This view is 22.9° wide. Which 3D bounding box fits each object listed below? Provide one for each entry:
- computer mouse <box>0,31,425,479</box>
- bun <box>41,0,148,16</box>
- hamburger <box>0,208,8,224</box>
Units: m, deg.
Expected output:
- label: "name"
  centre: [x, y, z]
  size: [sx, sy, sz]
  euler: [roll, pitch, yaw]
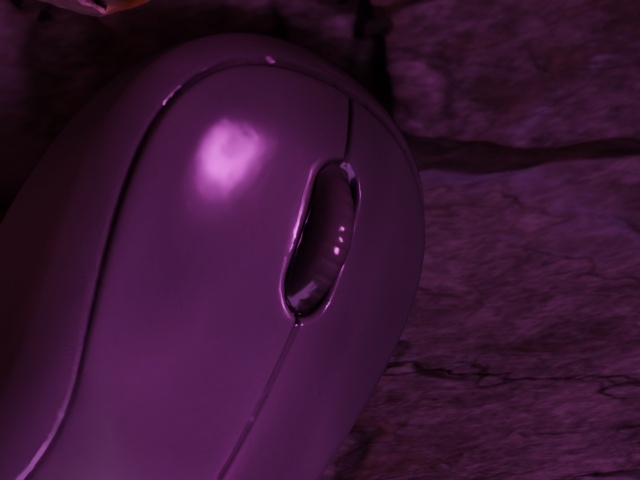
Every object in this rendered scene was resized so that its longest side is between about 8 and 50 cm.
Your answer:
- label: "computer mouse"
  centre: [-0.068, 0.062, 0.637]
  size: [0.297, 0.121, 0.184]
  euler: [-48, 131, 7]
- label: "bun"
  centre: [-0.099, -0.145, 0.300]
  size: [0.229, 0.229, 0.145]
  euler: [20, 98, -46]
- label: "hamburger"
  centre: [-0.147, 0.069, 0.752]
  size: [0.135, 0.155, 0.208]
  euler: [-14, 148, 1]
